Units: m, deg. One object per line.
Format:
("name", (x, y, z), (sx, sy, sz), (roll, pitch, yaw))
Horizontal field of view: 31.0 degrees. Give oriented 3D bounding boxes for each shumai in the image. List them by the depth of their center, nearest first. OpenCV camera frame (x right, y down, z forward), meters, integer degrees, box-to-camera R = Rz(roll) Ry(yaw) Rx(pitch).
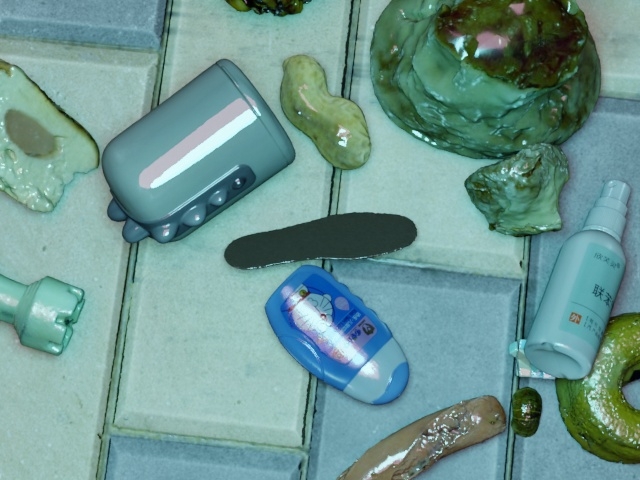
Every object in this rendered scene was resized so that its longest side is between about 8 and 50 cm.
("shumai", (0.275, -0.316, 1.858), (0.397, 0.323, 0.324), (19, 83, 5))
("shumai", (0.329, -0.066, 1.878), (0.184, 0.184, 0.142), (-23, 81, -2))

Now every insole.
("insole", (0.000, 0.000, 1.938), (0.327, 0.007, 0.111), (-8, 45, -2))

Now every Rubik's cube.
("Rubik's cube", (0.352, 0.188, 1.884), (0.075, 0.084, 0.073), (6, 84, -13))

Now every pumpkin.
("pumpkin", (0.340, 0.282, 1.894), (0.050, 0.028, 0.083), (3, 84, 1))

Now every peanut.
("peanut", (0.004, -0.218, 1.965), (0.229, 0.098, 0.103), (50, 44, 9))

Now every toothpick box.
("toothpick box", (-0.214, -0.123, 1.895), (0.316, 0.229, 0.229), (-37, 80, -3))

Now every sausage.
("sausage", (0.151, 0.342, 1.865), (0.326, 0.079, 0.087), (-28, 106, -3))

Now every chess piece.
("chess piece", (-0.548, 0.088, 1.898), (0.299, 0.194, 0.195), (20, 81, -3))

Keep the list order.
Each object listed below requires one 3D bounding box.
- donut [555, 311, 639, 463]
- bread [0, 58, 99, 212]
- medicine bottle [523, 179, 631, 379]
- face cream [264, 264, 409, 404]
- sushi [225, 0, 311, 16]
("donut", (0.523, 0.238, 1.856), (0.272, 0.107, 0.272), (0, 80, 0))
("bread", (-0.510, -0.181, 1.920), (0.224, 0.211, 0.184), (36, 76, 13))
("medicine bottle", (0.433, 0.051, 1.865), (0.110, 0.110, 0.352), (23, 62, 6))
("face cream", (0.033, 0.164, 1.898), (0.264, 0.083, 0.149), (42, 79, 8))
("sushi", (-0.091, -0.487, 1.980), (0.213, 0.204, 0.200), (37, 52, -28))
